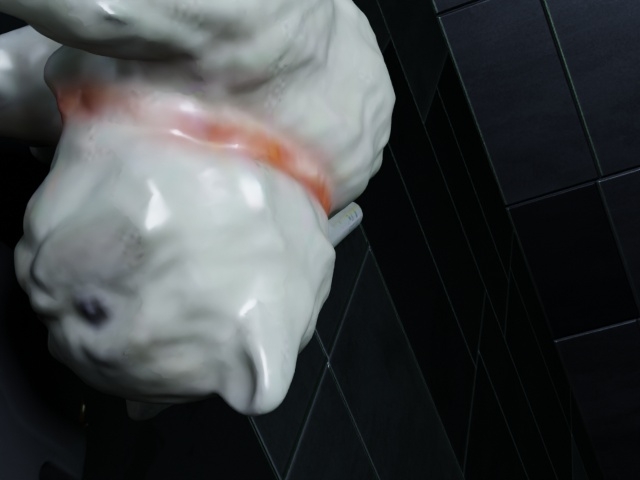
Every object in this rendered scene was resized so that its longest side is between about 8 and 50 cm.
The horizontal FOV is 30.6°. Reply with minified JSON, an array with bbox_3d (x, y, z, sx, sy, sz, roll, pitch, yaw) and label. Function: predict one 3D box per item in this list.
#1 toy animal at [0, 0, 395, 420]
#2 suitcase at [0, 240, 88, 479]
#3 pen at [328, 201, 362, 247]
[{"bbox_3d":[-0.071,-0.019,0.571,0.266,0.307,0.188,-23,92,-41],"label":"toy animal"},{"bbox_3d":[-0.170,0.105,0.445,0.206,0.066,0.286,53,26,-47],"label":"suitcase"},{"bbox_3d":[-0.001,0.000,1.113,0.269,0.033,0.033,-43,114,-71],"label":"pen"}]
